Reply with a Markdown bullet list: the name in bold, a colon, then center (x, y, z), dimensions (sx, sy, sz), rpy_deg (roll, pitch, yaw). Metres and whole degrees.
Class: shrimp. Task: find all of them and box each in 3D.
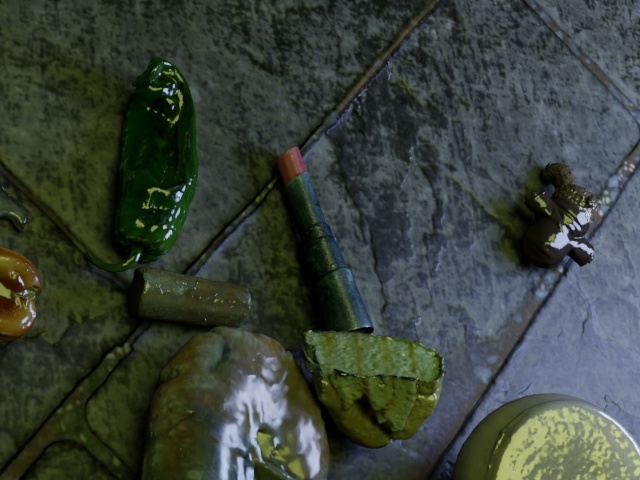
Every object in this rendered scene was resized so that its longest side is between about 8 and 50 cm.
- **shrimp**: center (-0.092, 0.283, 1.515), dimensions (0.221, 0.110, 0.445), rpy_deg (33, 49, -27)

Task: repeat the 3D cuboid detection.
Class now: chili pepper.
- **chili pepper**: center (-0.178, -0.076, 1.651), dimensions (0.100, 0.074, 0.257), rpy_deg (18, 54, -23)

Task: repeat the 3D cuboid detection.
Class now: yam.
- **yam**: center (-0.137, 0.061, 1.618), dimensions (0.132, 0.054, 0.054), rpy_deg (11, 62, -31)

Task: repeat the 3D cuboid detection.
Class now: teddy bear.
- **teddy bear**: center (0.309, -0.031, 1.946), dimensions (0.119, 0.078, 0.160), rpy_deg (44, 49, -12)

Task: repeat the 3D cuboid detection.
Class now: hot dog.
- **hot dog**: center (-0.384, 0.038, 1.454), dimensions (0.249, 0.068, 0.100), rpy_deg (13, 71, -26)

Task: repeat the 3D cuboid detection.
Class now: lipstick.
- **lipstick**: center (0.000, 0.000, 1.741), dimensions (0.053, 0.053, 0.234), rpy_deg (-5, 68, -35)

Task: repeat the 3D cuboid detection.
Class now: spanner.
- **spanner**: center (-0.353, -0.118, 1.586), dimensions (0.054, 0.015, 0.254), rpy_deg (-8, 72, -34)

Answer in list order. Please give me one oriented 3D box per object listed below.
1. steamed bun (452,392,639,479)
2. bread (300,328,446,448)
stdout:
- **steamed bun**: center (0.243, 0.285, 1.697), dimensions (0.232, 0.145, 0.232), rpy_deg (5, 75, -19)
- **bread**: center (0.047, 0.162, 1.663), dimensions (0.156, 0.110, 0.103), rpy_deg (10, 32, -4)
